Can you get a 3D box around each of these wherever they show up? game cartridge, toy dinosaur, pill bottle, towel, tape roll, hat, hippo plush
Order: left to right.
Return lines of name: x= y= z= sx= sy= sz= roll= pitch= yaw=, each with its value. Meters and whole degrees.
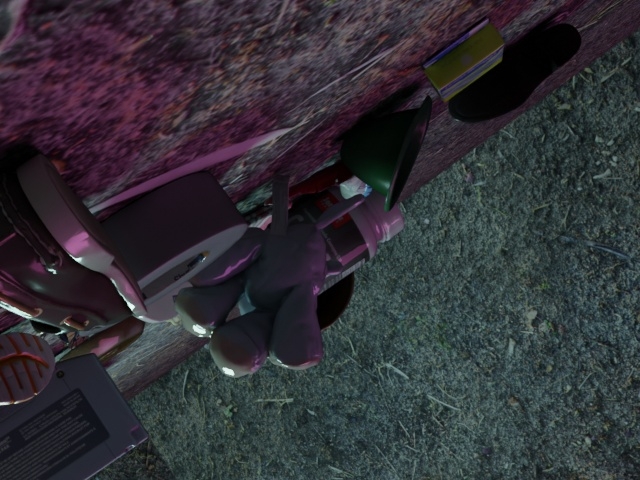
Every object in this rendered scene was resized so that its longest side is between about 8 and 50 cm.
game cartridge: x=-0.458 y=0.324 z=1.502 sx=0.297 sy=0.198 sz=0.062 roll=-33 pitch=175 yaw=-9
toy dinosaur: x=-0.336 y=0.120 z=1.265 sx=0.090 sy=0.047 sz=0.082 roll=-44 pitch=-163 yaw=-19
tape roll: x=-0.188 y=0.016 z=1.011 sx=0.219 sy=0.072 sz=0.219 roll=-34 pitch=177 yaw=-2
towel: x=-0.145 y=0.002 z=1.477 sx=0.197 sy=0.029 sz=0.144 roll=-31 pitch=174 yaw=-38
hippo plush: x=-0.086 y=0.048 z=1.375 sx=0.236 sy=0.234 sz=0.294 roll=-84 pitch=-171 yaw=-88
pill bottle: x=0.000 y=0.000 z=1.673 sx=0.283 sy=0.161 sz=0.161 roll=-34 pitch=176 yaw=-10
hat: x=0.044 y=-0.146 z=1.352 sx=0.173 sy=0.183 sz=0.208 roll=96 pitch=18 yaw=-55

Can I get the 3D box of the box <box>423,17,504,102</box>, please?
box: x=0.201 y=-0.247 z=1.278 sx=0.109 sy=0.042 sz=0.178 roll=-36 pitch=176 yaw=10

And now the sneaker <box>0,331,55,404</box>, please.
sneaker: x=-0.409 y=0.170 z=1.071 sx=0.083 sy=0.084 sz=0.215 roll=-20 pitch=-176 yaw=45

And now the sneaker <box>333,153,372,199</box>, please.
sneaker: x=0.046 y=-0.113 z=1.491 sx=0.083 sy=0.071 sz=0.191 roll=-26 pitch=165 yaw=-20

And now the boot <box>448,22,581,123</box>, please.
boot: x=0.314 y=-0.283 z=1.670 sx=0.264 sy=0.096 sz=0.280 roll=-42 pitch=-176 yaw=-6

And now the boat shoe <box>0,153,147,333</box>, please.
boat shoe: x=-0.208 y=0.021 z=0.728 sx=0.091 sy=0.109 sz=0.305 roll=-33 pitch=170 yaw=-9

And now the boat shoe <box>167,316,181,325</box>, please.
boat shoe: x=-0.276 y=0.132 z=1.763 sx=0.045 sy=0.050 sz=0.135 roll=-29 pitch=176 yaw=1

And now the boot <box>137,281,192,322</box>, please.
boot: x=-0.263 y=0.098 z=1.417 sx=0.086 sy=0.069 sz=0.190 roll=-13 pitch=171 yaw=24

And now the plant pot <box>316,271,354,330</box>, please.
plant pot: x=-0.066 y=0.071 z=1.866 sx=0.215 sy=0.215 sz=0.230 roll=-34 pitch=-171 yaw=-11

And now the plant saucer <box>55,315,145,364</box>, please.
plant saucer: x=-0.392 y=0.194 z=1.669 sx=0.198 sy=0.036 sz=0.198 roll=-33 pitch=176 yaw=-3

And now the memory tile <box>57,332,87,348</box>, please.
memory tile: x=-0.349 y=0.128 z=1.418 sx=0.113 sy=0.012 sz=0.148 roll=-33 pitch=176 yaw=-14
